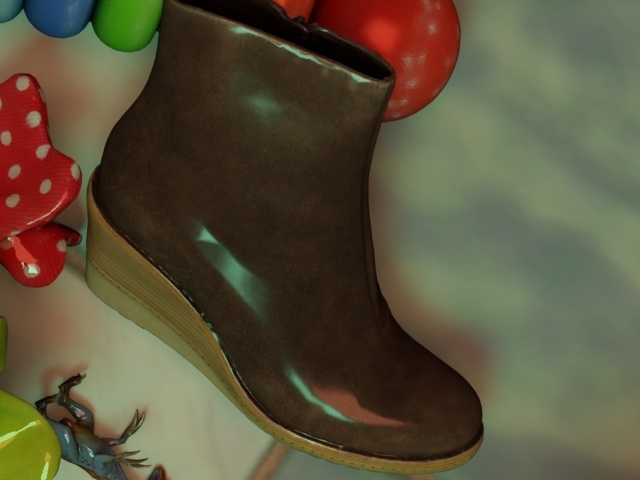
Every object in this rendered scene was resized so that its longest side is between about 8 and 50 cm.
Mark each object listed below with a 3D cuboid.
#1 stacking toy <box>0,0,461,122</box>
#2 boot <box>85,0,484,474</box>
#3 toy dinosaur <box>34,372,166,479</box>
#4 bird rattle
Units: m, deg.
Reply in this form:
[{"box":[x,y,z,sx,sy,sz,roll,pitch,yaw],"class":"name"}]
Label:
[{"box":[-0.082,-0.148,0.944,0.330,0.141,0.141,19,89,-7],"class":"stacking toy"},{"box":[0.000,0.000,0.919,0.248,0.090,0.207,28,130,3],"class":"boot"},{"box":[-0.123,0.115,0.996,0.090,0.047,0.082,-20,102,30],"class":"toy dinosaur"},{"box":[-0.219,0.024,0.884,0.207,0.143,0.253,1,58,-9],"class":"bird rattle"}]
